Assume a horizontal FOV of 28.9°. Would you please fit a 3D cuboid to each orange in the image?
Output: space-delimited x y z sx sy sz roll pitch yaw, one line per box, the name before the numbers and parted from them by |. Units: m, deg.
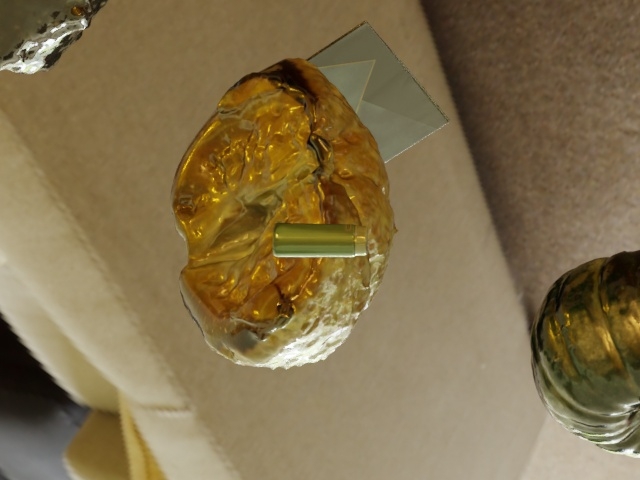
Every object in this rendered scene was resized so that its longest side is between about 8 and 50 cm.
orange | -0.034 -0.016 1.423 0.271 0.368 0.210 -29 144 32

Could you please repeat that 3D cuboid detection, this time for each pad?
pad | 0.049 -0.172 1.606 0.163 0.004 0.243 -32 141 14

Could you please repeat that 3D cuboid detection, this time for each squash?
squash | 0.291 0.099 1.092 0.218 0.172 0.218 7 163 2

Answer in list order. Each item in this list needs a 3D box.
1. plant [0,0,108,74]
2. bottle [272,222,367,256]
plant | -0.215 -0.281 0.966 0.199 0.188 0.276 28 118 -23
bottle | 0.000 0.000 1.093 0.083 0.030 0.030 1 142 3
